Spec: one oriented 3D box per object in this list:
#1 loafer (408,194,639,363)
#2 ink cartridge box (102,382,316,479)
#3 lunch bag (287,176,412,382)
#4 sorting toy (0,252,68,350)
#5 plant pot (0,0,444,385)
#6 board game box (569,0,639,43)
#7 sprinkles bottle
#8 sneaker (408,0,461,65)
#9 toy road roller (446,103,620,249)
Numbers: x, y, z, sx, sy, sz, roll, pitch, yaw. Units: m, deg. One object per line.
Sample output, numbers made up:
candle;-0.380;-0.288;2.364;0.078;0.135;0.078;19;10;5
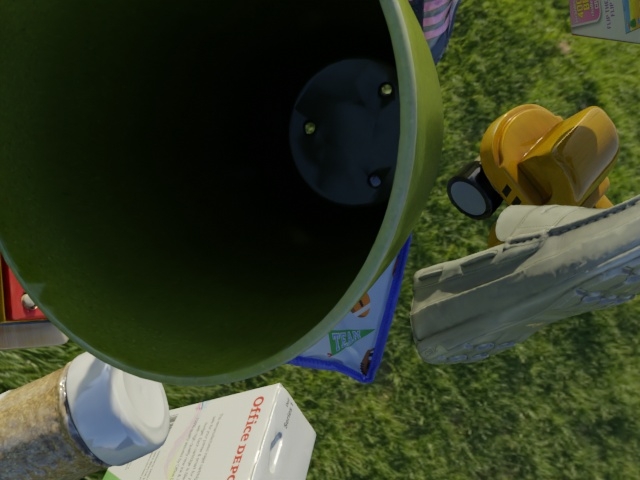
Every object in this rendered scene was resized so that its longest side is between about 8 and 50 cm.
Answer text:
loafer;0.191;0.014;0.578;0.112;0.319;0.112;7;61;-39
ink cartridge box;-0.163;0.332;0.935;0.117;0.278;0.201;58;27;-26
lunch bag;0.000;0.000;1.176;0.238;0.328;0.386;17;93;-20
sorting toy;-0.386;-0.008;0.741;0.255;0.089;0.257;4;75;-53
plant pot;-0.023;-0.077;0.472;0.293;0.274;0.275;-17;94;-64
board game box;0.389;-0.358;0.797;0.064;0.316;0.242;-14;112;-2
sprinkles bottle;-0.339;0.227;0.708;0.355;0.121;0.121;-25;98;6
sneaker;0.197;-0.460;1.307;0.131;0.319;0.112;-6;46;-26
toy road roller;0.391;-0.070;1.101;0.202;0.240;0.330;-42;95;-23
